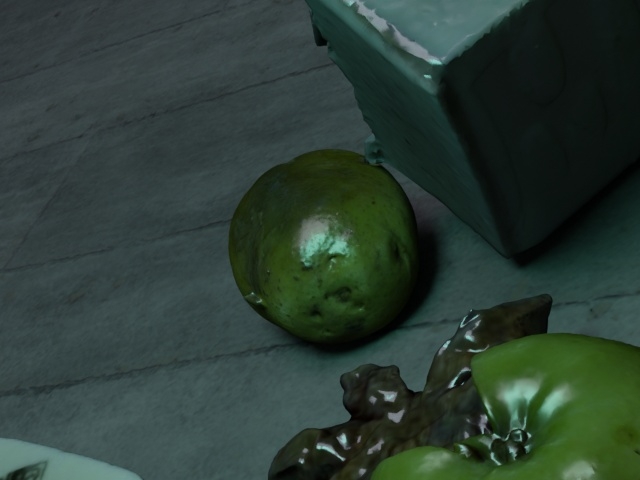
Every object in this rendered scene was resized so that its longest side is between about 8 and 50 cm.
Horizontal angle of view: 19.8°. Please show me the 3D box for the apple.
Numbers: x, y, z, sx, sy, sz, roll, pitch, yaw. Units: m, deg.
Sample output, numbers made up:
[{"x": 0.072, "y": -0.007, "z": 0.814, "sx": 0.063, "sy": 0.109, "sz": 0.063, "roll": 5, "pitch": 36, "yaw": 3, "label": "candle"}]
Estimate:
[{"x": 0.163, "y": 0.203, "z": 1.183, "sx": 0.292, "sy": 0.254, "sz": 0.292, "roll": -21, "pitch": 38, "yaw": 18, "label": "apple"}]

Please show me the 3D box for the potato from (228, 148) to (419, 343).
[{"x": -0.001, "y": 0.002, "z": 1.789, "sx": 0.197, "sy": 0.148, "sz": 0.228, "roll": -41, "pitch": 27, "yaw": 25, "label": "potato"}]

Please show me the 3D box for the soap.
[{"x": 0.227, "y": -0.233, "z": 1.634, "sx": 0.435, "sy": 0.350, "sz": 0.213, "roll": -40, "pitch": 53, "yaw": -9, "label": "soap"}]

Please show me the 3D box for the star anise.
[{"x": 0.092, "y": 0.161, "z": 1.479, "sx": 0.315, "sy": 0.108, "sz": 0.315, "roll": -31, "pitch": 34, "yaw": 24, "label": "star anise"}]

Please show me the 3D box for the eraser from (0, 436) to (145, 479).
[{"x": -0.279, "y": 0.302, "z": 1.657, "sx": 0.331, "sy": 0.150, "sz": 0.331, "roll": -29, "pitch": 27, "yaw": 17, "label": "eraser"}]
